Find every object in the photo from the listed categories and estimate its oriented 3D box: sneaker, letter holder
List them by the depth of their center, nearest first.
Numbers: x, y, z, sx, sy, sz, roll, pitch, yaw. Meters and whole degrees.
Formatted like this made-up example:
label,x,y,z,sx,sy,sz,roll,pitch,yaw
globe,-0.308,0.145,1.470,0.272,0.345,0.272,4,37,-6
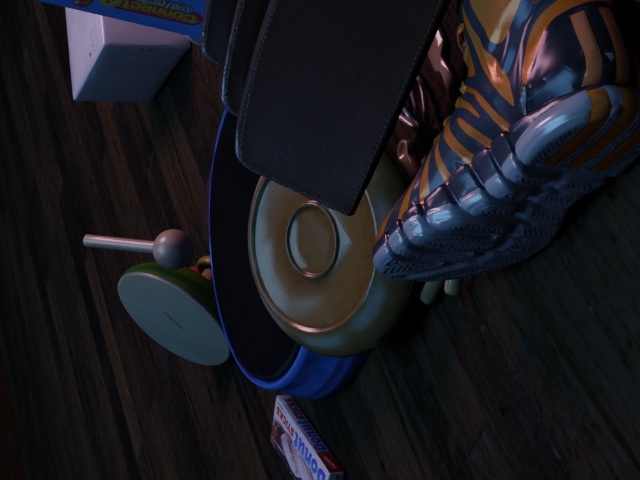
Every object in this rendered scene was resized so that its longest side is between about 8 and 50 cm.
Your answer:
label,x,y,z,sx,sy,sz,roll,pitch,yaw
sneaker,0.140,-0.095,1.085,0.321,0.124,0.180,-41,49,49
letter holder,-0.002,-0.211,1.156,0.152,0.214,0.302,-64,-2,-52

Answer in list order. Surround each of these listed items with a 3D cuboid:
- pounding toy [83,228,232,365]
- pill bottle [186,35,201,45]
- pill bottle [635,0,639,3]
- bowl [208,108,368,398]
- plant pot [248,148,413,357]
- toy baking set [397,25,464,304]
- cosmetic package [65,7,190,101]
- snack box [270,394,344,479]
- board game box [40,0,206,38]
label,x,y,z,sx,sy,sz,roll,pitch,yaw
pounding toy,-0.182,0.052,1.837,0.183,0.110,0.237,7,138,39
pill bottle,-0.158,-0.331,1.806,0.078,0.078,0.137,114,147,-46
pill bottle,0.240,-0.195,0.754,0.278,0.162,0.162,-133,46,-57
bowl,-0.041,-0.013,1.551,0.391,0.077,0.391,179,90,-68
plant pot,0.000,0.000,1.344,0.236,0.032,0.236,5,96,47
toy baking set,0.099,-0.072,1.268,0.197,0.030,0.256,-134,47,-59
cosmetic package,-0.304,-0.356,2.082,0.225,0.138,0.224,140,125,-64
snack box,-0.017,0.251,1.582,0.178,0.022,0.064,-133,47,-58
board game box,-0.244,-0.416,1.636,0.086,0.308,0.302,129,148,-56
